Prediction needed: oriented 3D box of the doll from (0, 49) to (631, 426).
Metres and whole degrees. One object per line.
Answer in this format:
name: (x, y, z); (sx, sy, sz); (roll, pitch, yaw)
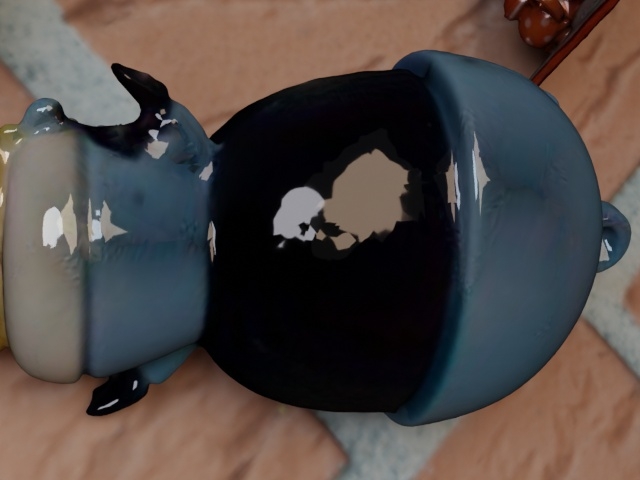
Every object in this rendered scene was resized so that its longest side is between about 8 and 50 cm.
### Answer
doll: (0.000, 0.000, 0.448); (0.314, 0.141, 0.177); (1, 117, -16)

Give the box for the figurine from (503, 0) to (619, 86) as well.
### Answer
figurine: (0.107, -0.238, 0.588); (0.226, 0.160, 0.183); (40, 60, 1)

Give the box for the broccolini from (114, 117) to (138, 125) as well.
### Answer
broccolini: (-0.135, -0.030, 0.454); (0.140, 0.035, 0.030); (-14, 77, -28)
